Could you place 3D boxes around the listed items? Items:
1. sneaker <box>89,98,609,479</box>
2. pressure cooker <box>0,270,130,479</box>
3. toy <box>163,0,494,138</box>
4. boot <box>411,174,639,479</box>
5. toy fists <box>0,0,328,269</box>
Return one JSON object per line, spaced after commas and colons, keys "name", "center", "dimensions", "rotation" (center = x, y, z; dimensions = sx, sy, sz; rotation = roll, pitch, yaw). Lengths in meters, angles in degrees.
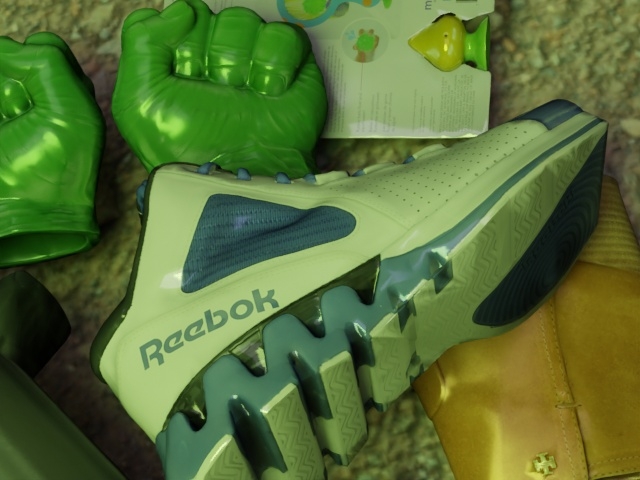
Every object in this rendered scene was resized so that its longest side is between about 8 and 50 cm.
{"name": "sneaker", "center": [-0.001, 0.001, 0.650], "dimensions": [0.315, 0.127, 0.182], "rotation": [-36, 56, -23]}
{"name": "pressure cooker", "center": [-0.256, 0.215, 0.615], "dimensions": [0.420, 0.370, 0.375], "rotation": [40, 120, 20]}
{"name": "toy", "center": [0.005, -0.129, 0.843], "dimensions": [0.237, 0.056, 0.136], "rotation": [0, 74, 16]}
{"name": "boot", "center": [0.073, 0.072, 0.745], "dimensions": [0.295, 0.104, 0.211], "rotation": [-6, 67, 1]}
{"name": "toy fists", "center": [-0.134, -0.077, 0.767], "dimensions": [0.279, 0.096, 0.142], "rotation": [-12, 75, -2]}
